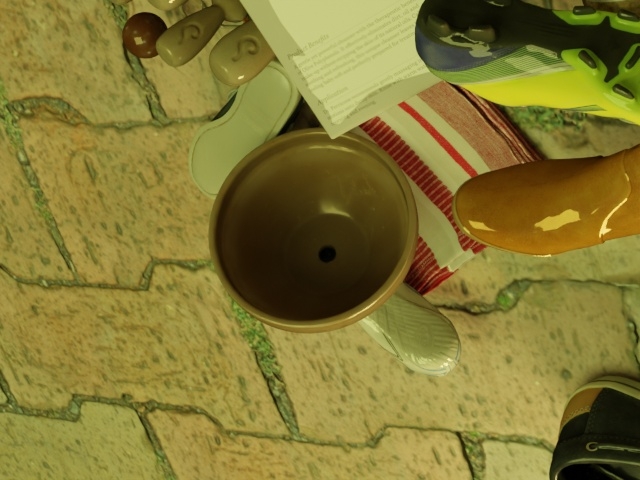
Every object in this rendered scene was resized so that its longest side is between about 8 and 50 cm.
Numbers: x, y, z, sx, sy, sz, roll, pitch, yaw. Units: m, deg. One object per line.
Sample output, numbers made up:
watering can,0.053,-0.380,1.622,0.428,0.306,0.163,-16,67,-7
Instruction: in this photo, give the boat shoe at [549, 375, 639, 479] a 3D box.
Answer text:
boat shoe,0.477,0.322,1.866,0.500,0.156,0.187,27,134,17

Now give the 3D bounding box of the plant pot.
plant pot,0.000,0.000,1.920,0.237,0.237,0.110,26,168,20

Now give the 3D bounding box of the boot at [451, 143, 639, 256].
boot,0.289,-0.063,1.630,0.295,0.104,0.211,1,161,-9

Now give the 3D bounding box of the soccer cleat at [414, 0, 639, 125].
soccer cleat,0.224,-0.158,1.554,0.289,0.093,0.121,20,156,16

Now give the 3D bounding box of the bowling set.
bowling set,-0.155,-0.297,1.900,0.287,0.154,0.200,51,157,-9

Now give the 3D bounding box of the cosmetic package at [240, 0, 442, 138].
cosmetic package,0.007,-0.313,1.689,0.197,0.155,0.365,-25,105,28

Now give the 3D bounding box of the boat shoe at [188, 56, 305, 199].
boat shoe,-0.078,-0.142,1.985,0.095,0.079,0.254,41,136,7

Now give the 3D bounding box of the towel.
towel,0.102,-0.069,1.934,0.237,0.037,0.329,47,139,-2

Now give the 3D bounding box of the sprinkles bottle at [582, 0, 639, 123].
sprinkles bottle,0.280,-0.285,1.552,0.121,0.121,0.355,0,122,38

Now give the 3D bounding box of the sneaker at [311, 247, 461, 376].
sneaker,0.070,0.072,1.993,0.237,0.085,0.086,45,168,14
